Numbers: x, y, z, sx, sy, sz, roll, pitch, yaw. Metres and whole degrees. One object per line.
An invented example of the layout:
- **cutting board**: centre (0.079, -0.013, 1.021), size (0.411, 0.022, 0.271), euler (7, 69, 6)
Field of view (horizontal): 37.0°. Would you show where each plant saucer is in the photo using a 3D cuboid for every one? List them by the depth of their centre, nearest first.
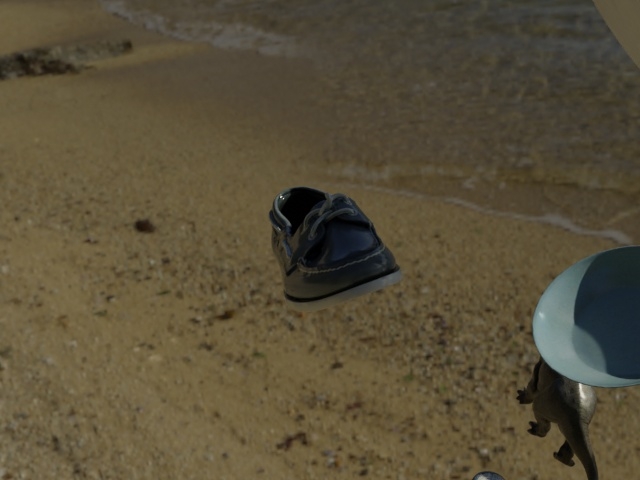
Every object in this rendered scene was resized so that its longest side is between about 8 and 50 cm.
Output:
- **plant saucer**: centre (0.328, 0.088, 1.030), size (0.195, 0.037, 0.195), euler (-19, 40, 17)

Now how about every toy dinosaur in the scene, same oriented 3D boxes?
- **toy dinosaur**: centre (0.350, 0.220, 1.377), size (0.121, 0.160, 0.313), euler (11, 45, 10)

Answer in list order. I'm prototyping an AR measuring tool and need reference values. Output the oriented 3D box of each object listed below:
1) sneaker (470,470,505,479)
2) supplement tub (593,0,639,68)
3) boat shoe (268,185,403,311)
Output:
- **sneaker**: centre (0.253, 0.371, 1.130), size (0.110, 0.122, 0.283), euler (5, 33, -18)
- **supplement tub**: centre (0.399, -0.299, 0.847), size (0.316, 0.228, 0.228), euler (-32, 25, 11)
- **boat shoe**: centre (0.000, 0.000, 1.017), size (0.116, 0.099, 0.319), euler (-18, 10, -8)
